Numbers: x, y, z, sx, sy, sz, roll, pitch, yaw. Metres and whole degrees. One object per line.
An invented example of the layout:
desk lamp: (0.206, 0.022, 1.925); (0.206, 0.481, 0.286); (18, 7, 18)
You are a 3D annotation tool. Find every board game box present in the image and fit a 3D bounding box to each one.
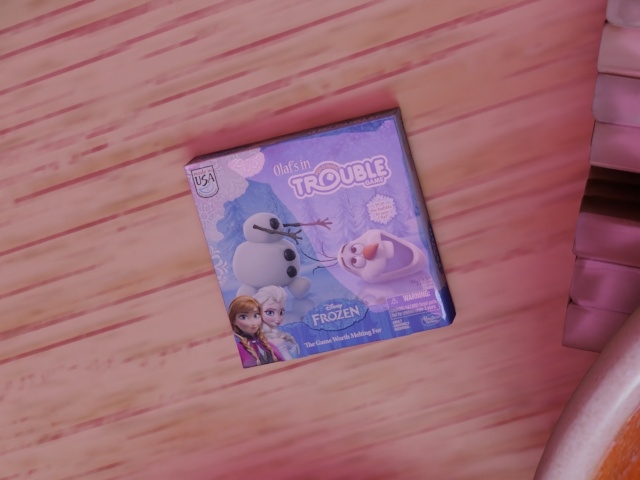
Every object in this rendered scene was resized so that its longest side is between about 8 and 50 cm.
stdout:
board game box: (0.000, 0.000, 0.780); (0.090, 0.020, 0.090); (-13, 101, 14)

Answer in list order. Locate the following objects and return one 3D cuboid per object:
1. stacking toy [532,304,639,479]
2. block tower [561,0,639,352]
stacking toy: (0.269, 0.212, 0.512); (0.351, 0.480, 0.350); (-5, 127, -7)
block tower: (0.151, -0.126, 0.680); (0.097, 0.091, 0.335); (9, 106, 8)
